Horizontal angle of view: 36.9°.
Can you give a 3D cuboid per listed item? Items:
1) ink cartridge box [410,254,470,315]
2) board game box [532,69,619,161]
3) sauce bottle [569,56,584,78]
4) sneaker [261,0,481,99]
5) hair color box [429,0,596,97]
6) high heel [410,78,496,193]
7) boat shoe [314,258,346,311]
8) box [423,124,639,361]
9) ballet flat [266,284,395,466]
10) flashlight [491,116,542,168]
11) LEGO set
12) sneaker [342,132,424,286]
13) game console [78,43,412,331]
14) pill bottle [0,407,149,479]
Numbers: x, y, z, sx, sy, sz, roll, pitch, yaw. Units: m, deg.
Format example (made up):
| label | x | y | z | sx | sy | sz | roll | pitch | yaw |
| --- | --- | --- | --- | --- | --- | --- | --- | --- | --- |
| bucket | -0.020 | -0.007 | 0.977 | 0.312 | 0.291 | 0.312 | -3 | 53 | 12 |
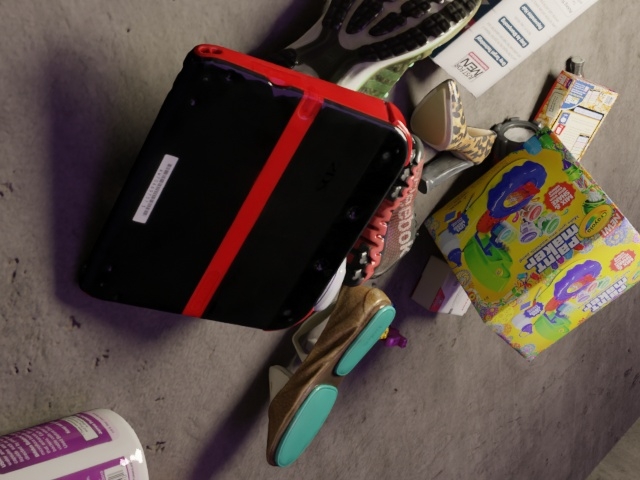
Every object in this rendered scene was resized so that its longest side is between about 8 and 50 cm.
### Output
| label | x | y | z | sx | sy | sz | roll | pitch | yaw |
| --- | --- | --- | --- | --- | --- | --- | --- | --- | --- |
| ink cartridge box | 0.252 | 0.090 | 1.902 | 0.135 | 0.056 | 0.099 | 13 | 105 | -52 |
| board game box | 0.491 | -0.230 | 1.912 | 0.146 | 0.045 | 0.193 | 9 | 117 | -39 |
| sauce bottle | 0.513 | -0.308 | 1.930 | 0.042 | 0.042 | 0.128 | -34 | 140 | -29 |
| sneaker | 0.050 | -0.241 | 1.355 | 0.410 | 0.158 | 0.182 | -36 | 161 | -5 |
| hair color box | 0.318 | -0.390 | 1.470 | 0.347 | 0.105 | 0.174 | -39 | 148 | 19 |
| high heel | 0.245 | -0.210 | 1.635 | 0.186 | 0.093 | 0.261 | -34 | 152 | -24 |
| boat shoe | 0.000 | 0.000 | 1.534 | 0.076 | 0.083 | 0.226 | 15 | 93 | -41 |
| box | 0.390 | 0.005 | 1.714 | 0.290 | 0.279 | 0.177 | -40 | 133 | 13 |
| ballet flat | -0.012 | 0.214 | 1.620 | 0.342 | 0.124 | 0.116 | -57 | 150 | 2 |
| flashlight | 0.382 | -0.090 | 1.885 | 0.103 | 0.103 | 0.304 | -30 | 134 | -27 |
| LEGO set | 0.091 | 0.164 | 1.734 | 0.227 | 0.093 | 0.087 | -8 | 122 | -47 |
| sneaker | 0.113 | -0.051 | 1.600 | 0.135 | 0.097 | 0.276 | 0 | 117 | -50 |
| game console | -0.092 | -0.047 | 1.251 | 0.342 | 0.060 | 0.386 | 15 | 121 | -30 |
| pill bottle | -0.387 | 0.332 | 1.230 | 0.301 | 0.169 | 0.169 | -10 | 123 | -45 |
